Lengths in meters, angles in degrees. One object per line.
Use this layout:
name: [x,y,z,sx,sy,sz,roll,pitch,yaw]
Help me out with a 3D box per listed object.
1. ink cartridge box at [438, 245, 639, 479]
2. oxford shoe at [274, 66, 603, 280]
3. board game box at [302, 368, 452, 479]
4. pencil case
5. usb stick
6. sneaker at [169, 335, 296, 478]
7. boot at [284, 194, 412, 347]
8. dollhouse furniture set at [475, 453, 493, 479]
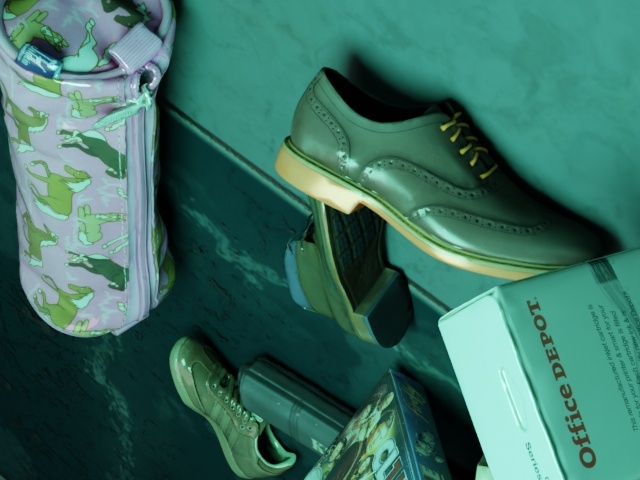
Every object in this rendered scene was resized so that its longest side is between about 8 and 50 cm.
ink cartridge box: [0.204,0.089,1.177,0.087,0.208,0.153,-36,70,58]
oxford shoe: [0.098,-0.047,1.301,0.271,0.097,0.098,23,111,11]
board game box: [0.046,0.239,1.492,0.042,0.243,0.165,31,108,-18]
pencil case: [-0.211,-0.077,1.567,0.160,0.167,0.386,3,141,-3]
usb stick: [0.032,0.204,1.687,0.278,0.045,0.077,30,143,24]
sneaker: [-0.087,0.172,1.790,0.071,0.066,0.188,-9,125,34]
boot: [0.000,0.000,1.473,0.106,0.082,0.219,14,137,37]
dollhouse furniture set: [0.303,0.227,1.365,0.356,0.174,0.303,7,92,9]
